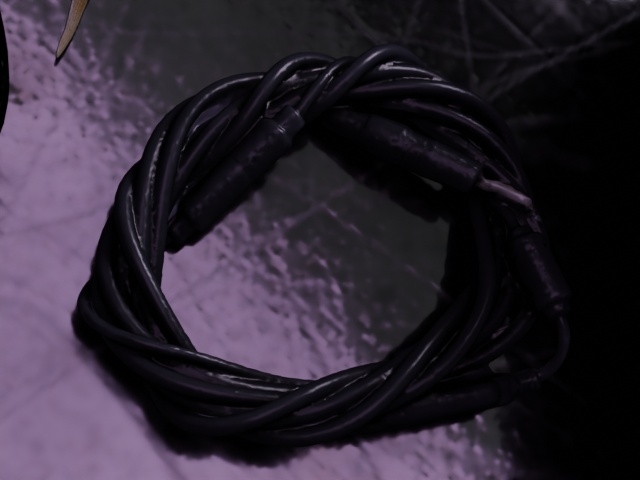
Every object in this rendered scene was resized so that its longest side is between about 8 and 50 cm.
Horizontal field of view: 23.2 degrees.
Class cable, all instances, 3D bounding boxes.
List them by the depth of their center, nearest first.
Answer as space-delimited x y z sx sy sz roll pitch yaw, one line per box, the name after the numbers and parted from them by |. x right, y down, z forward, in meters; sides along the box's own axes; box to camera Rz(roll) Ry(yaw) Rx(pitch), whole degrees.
0.000 0.000 0.582 0.184 0.047 0.151 -9 78 -15 | cable

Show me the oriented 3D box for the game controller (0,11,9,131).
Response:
-0.212 -0.151 0.549 0.166 0.067 0.319 -14 80 -1 | game controller

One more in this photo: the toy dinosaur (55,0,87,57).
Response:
-0.053 -0.159 0.595 0.053 0.183 0.092 43 27 18 | toy dinosaur
